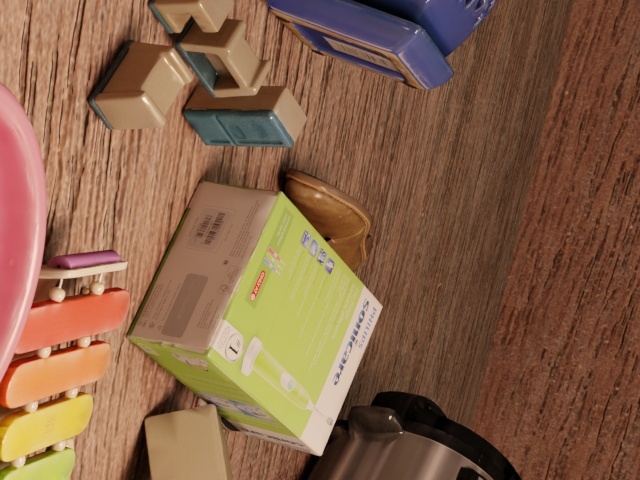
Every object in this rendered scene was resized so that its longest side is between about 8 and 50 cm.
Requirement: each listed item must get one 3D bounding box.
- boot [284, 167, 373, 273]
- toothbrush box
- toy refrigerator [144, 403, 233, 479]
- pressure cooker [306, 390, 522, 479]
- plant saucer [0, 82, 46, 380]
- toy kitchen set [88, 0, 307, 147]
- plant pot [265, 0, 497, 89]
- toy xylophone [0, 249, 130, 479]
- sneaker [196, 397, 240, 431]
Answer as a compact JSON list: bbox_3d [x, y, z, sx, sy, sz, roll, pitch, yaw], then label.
[{"bbox_3d":[0.000,0.000,1.873,0.115,0.112,0.305,-58,160,-13],"label":"boot"},{"bbox_3d":[-0.066,0.093,1.607,0.283,0.122,0.206,47,60,-49],"label":"toothbrush box"},{"bbox_3d":[-0.138,0.330,1.565,0.102,0.094,0.270,81,-4,-53],"label":"toy refrigerator"},{"bbox_3d":[0.131,0.467,2.246,0.420,0.375,0.370,-58,176,-40],"label":"pressure cooker"},{"bbox_3d":[-0.317,0.029,0.988,0.332,0.084,0.332,17,90,-73],"label":"plant saucer"},{"bbox_3d":[-0.137,-0.130,1.387,0.207,0.122,0.166,55,51,-42],"label":"toy kitchen set"},{"bbox_3d":[0.076,-0.312,1.621,0.212,0.236,0.236,-67,162,-2],"label":"plant pot"},{"bbox_3d":[-0.253,0.150,1.282,0.236,0.081,0.323,-27,131,-66],"label":"toy xylophone"},{"bbox_3d":[-0.109,0.169,1.730,0.063,0.074,0.170,-44,146,-56],"label":"sneaker"}]
